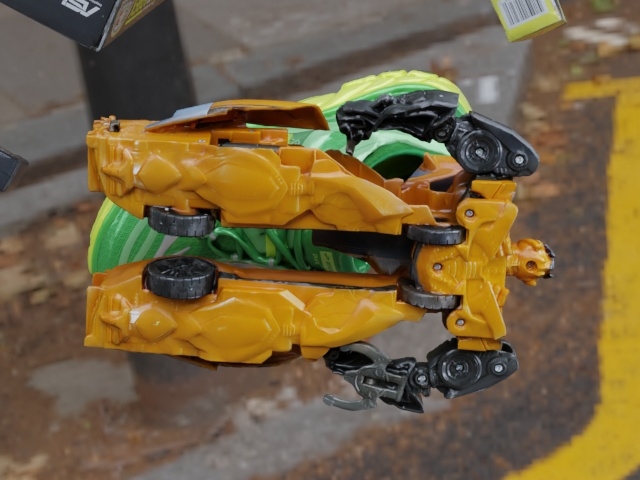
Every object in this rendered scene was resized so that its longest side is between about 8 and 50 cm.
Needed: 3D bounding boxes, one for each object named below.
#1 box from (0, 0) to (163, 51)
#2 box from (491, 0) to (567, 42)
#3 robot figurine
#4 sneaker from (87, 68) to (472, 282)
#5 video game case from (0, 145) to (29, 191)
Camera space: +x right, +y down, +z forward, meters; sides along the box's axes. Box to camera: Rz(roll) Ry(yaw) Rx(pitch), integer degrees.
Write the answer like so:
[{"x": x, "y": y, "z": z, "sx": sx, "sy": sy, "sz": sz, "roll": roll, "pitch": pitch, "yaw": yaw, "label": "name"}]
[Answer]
[{"x": -0.248, "y": -0.254, "z": 1.226, "sx": 0.270, "sy": 0.060, "sz": 0.216, "roll": 27, "pitch": 23, "yaw": -1, "label": "box"}, {"x": 0.210, "y": -0.251, "z": 1.632, "sx": 0.058, "sy": 0.087, "sz": 0.232, "roll": -24, "pitch": 4, "yaw": 11, "label": "box"}, {"x": 0.000, "y": 0.000, "z": 0.999, "sx": 0.291, "sy": 0.211, "sz": 0.085, "roll": 4, "pitch": 19, "yaw": -1, "label": "robot figurine"}, {"x": -0.024, "y": -0.026, "z": 1.106, "sx": 0.295, "sy": 0.109, "sz": 0.123, "roll": -22, "pitch": 50, "yaw": -1, "label": "sneaker"}, {"x": -0.370, "y": -0.114, "z": 1.367, "sx": 0.248, "sy": 0.035, "sz": 0.275, "roll": 30, "pitch": -2, "yaw": -9, "label": "video game case"}]
